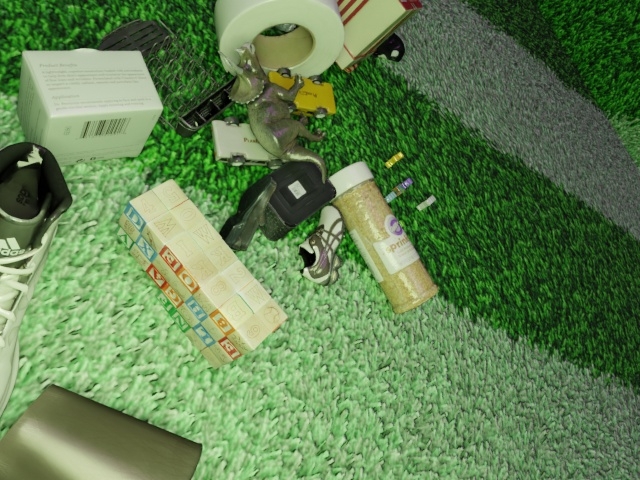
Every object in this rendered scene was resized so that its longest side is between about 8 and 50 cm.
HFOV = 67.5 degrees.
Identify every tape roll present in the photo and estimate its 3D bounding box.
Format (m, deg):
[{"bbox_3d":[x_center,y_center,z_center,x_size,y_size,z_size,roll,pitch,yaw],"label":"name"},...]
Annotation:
[{"bbox_3d":[-0.094,-0.472,1.081,0.287,0.286,0.100,0,69,-35],"label":"tape roll"}]

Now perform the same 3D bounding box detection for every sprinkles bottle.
[{"bbox_3d":[0.138,-0.007,1.126,0.121,0.121,0.355,-27,86,-40],"label":"sprinkles bottle"}]

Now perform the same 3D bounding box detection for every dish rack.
[{"bbox_3d":[-0.313,-0.357,1.010,0.271,0.074,0.208,43,50,-10],"label":"dish rack"}]

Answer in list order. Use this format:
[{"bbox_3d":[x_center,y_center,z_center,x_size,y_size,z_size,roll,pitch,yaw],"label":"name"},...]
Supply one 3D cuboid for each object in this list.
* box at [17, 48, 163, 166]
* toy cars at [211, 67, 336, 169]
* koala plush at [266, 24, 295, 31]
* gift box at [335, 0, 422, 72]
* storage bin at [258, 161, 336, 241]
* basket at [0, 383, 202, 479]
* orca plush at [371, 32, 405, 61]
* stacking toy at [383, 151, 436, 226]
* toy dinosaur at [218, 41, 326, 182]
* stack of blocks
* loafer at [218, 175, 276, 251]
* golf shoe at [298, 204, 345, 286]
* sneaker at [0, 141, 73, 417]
[{"bbox_3d":[-0.396,-0.222,0.818,0.181,0.182,0.118,-18,82,-38],"label":"box"},{"bbox_3d":[-0.110,-0.273,1.106,0.176,0.087,0.393,49,54,-18],"label":"toy cars"},{"bbox_3d":[-0.158,-0.624,1.183,0.197,0.203,0.221,-7,84,-36],"label":"koala plush"},{"bbox_3d":[0.081,-0.629,1.285,0.255,0.258,0.276,54,35,-4],"label":"gift box"},{"bbox_3d":[-0.067,-0.096,1.050,0.122,0.084,0.180,53,49,-3],"label":"storage bin"},{"bbox_3d":[-0.311,0.311,0.651,0.227,0.154,0.204,39,51,-9],"label":"basket"},{"bbox_3d":[0.162,-0.670,1.466,0.287,0.102,0.151,43,51,-10],"label":"orca plush"},{"bbox_3d":[0.194,-0.125,1.270,0.221,0.052,0.166,-36,89,-38],"label":"stacking toy"},{"bbox_3d":[-0.092,-0.250,1.004,0.161,0.121,0.313,-28,101,-27],"label":"toy dinosaur"},{"bbox_3d":[-0.214,0.065,0.815,0.297,0.171,0.087,51,50,-3],"label":"stack of blocks"},{"bbox_3d":[-0.135,-0.052,0.952,0.061,0.170,0.062,28,17,-34],"label":"loafer"},{"bbox_3d":[0.000,0.000,1.056,0.094,0.077,0.198,18,58,-27],"label":"golf shoe"},{"bbox_3d":[-0.444,0.062,0.600,0.169,0.258,0.446,18,60,-27],"label":"sneaker"}]
